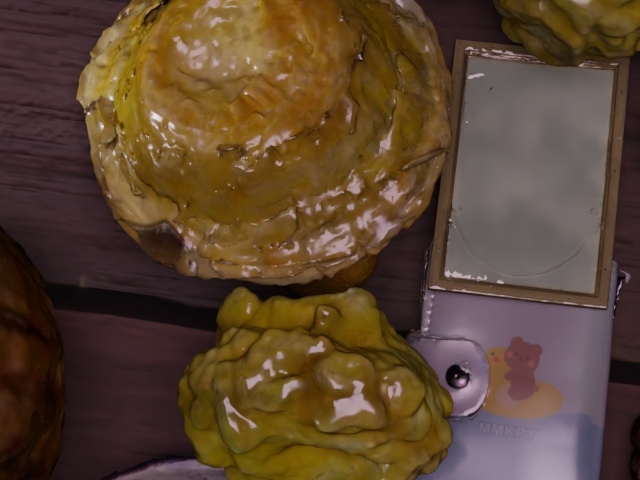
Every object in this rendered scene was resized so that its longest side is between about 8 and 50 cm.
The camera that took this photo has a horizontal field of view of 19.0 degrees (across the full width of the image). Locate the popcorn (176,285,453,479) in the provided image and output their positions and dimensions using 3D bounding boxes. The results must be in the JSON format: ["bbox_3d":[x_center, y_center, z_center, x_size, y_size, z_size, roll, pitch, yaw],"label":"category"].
[{"bbox_3d":[0.001,0.112,1.367,0.197,0.197,0.155,23,56,-2],"label":"popcorn"}]

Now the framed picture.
[{"bbox_3d":[0.160,-0.052,1.455,0.136,0.010,0.201,6,75,5],"label":"framed picture"}]

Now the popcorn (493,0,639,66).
[{"bbox_3d":[0.194,-0.247,1.396,0.266,0.192,0.233,-7,92,23],"label":"popcorn"}]

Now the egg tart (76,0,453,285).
[{"bbox_3d":[-0.044,-0.108,1.385,0.295,0.116,0.295,-4,67,9],"label":"egg tart"}]

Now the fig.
[{"bbox_3d":[-0.343,0.101,1.276,0.286,0.369,0.286,-2,84,20],"label":"fig"}]

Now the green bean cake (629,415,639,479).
[{"bbox_3d":[0.304,0.199,1.462,0.136,0.056,0.135,2,90,-2],"label":"green bean cake"}]

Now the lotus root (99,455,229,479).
[{"bbox_3d":[-0.065,0.289,1.366,0.272,0.272,0.192,15,103,-2],"label":"lotus root"}]

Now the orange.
[{"bbox_3d":[0.000,0.000,1.441,0.085,0.085,0.095,-35,79,-2],"label":"orange"}]

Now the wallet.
[{"bbox_3d":[0.140,0.116,1.452,0.170,0.069,0.231,7,78,8],"label":"wallet"}]
